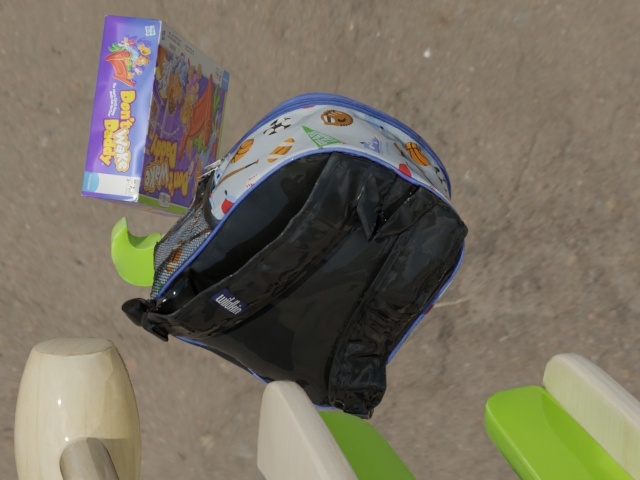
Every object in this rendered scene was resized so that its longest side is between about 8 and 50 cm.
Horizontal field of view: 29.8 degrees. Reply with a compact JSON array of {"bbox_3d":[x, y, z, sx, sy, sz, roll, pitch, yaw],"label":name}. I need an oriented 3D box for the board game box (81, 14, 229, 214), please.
[{"bbox_3d":[-0.220,-0.157,1.678,0.078,0.347,0.233,7,88,10],"label":"board game box"}]

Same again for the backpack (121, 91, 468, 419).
[{"bbox_3d":[0.000,0.000,1.117,0.276,0.263,0.213,27,36,-28],"label":"backpack"}]

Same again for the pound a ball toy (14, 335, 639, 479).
[{"bbox_3d":[0.026,0.141,0.354,0.208,0.319,0.136,-4,110,-17],"label":"pound a ball toy"}]

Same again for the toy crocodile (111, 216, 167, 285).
[{"bbox_3d":[-0.084,-0.001,1.449,0.340,0.115,0.105,-8,113,7],"label":"toy crocodile"}]
